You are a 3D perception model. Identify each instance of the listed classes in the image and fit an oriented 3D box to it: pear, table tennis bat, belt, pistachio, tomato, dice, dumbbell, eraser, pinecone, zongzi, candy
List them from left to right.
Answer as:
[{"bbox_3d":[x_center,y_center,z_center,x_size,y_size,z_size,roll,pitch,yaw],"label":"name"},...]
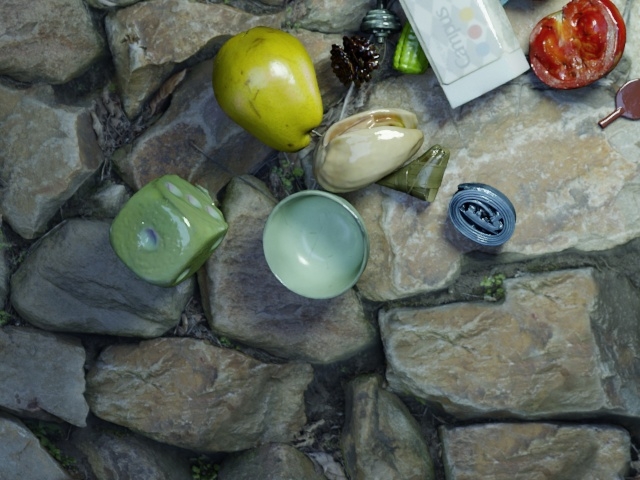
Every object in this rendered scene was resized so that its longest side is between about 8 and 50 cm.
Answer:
[{"bbox_3d":[-0.442,-0.028,1.963,0.252,0.250,0.254,44,111,2],"label":"dice"},{"bbox_3d":[-0.132,-0.402,1.785,0.285,0.285,0.336,-26,115,20],"label":"pear"},{"bbox_3d":[0.094,-0.475,1.762,0.120,0.140,0.140,-32,94,-20],"label":"pinecone"},{"bbox_3d":[0.121,-0.240,1.788,0.318,0.214,0.194,-18,55,12],"label":"pistachio"},{"bbox_3d":[0.157,-0.639,1.722,0.110,0.110,0.255,2,98,16],"label":"dumbbell"},{"bbox_3d":[0.252,-0.201,1.815,0.176,0.078,0.160,23,102,19],"label":"zongzi"},{"bbox_3d":[0.253,-0.531,1.723,0.096,0.097,0.210,18,100,12],"label":"candy"},{"bbox_3d":[0.332,-0.548,1.627,0.213,0.082,0.397,-24,98,21],"label":"eraser"},{"bbox_3d":[0.431,-0.073,1.784,0.190,0.082,0.141,34,113,5],"label":"belt"},{"bbox_3d":[0.632,-0.472,1.600,0.233,0.139,0.200,-17,91,54],"label":"tomato"},{"bbox_3d":[0.762,-0.334,1.657,0.154,0.019,0.098,-38,91,18],"label":"table tennis bat"}]

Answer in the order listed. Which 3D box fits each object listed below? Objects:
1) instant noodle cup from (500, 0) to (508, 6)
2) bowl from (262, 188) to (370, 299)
[{"bbox_3d":[0.390,-0.629,1.668,0.179,0.070,0.157,-39,91,20],"label":"instant noodle cup"},{"bbox_3d":[0.000,0.000,1.886,0.307,0.163,0.307,4,105,16],"label":"bowl"}]
